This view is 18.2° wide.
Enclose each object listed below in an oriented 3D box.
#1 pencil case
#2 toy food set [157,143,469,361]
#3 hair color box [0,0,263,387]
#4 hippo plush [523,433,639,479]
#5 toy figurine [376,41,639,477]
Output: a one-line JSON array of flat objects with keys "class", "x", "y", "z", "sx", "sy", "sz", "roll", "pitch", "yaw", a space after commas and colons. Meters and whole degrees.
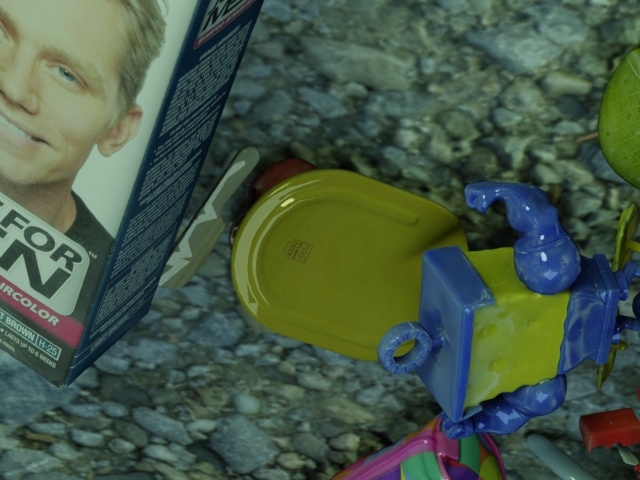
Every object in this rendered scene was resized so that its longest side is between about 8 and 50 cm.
[{"class": "pencil case", "x": 0.036, "y": 0.225, "z": 1.588, "sx": 0.236, "sy": 0.104, "sz": 0.104, "roll": -33, "pitch": 127, "yaw": 27}, {"class": "toy food set", "x": 0.000, "y": 0.000, "z": 1.386, "sx": 0.217, "sy": 0.071, "sz": 0.128, "roll": 21, "pitch": 108, "yaw": -23}, {"class": "hair color box", "x": -0.157, "y": -0.088, "z": 1.208, "sx": 0.174, "sy": 0.105, "sz": 0.347, "roll": 34, "pitch": 133, "yaw": 11}, {"class": "hippo plush", "x": 0.298, "y": 0.315, "z": 1.532, "sx": 0.294, "sy": 0.237, "sz": 0.234, "roll": 28, "pitch": 165, "yaw": -29}, {"class": "toy figurine", "x": 0.148, "y": 0.049, "z": 1.308, "sx": 0.217, "sy": 0.191, "sz": 0.363, "roll": -9, "pitch": 133, "yaw": -13}]
